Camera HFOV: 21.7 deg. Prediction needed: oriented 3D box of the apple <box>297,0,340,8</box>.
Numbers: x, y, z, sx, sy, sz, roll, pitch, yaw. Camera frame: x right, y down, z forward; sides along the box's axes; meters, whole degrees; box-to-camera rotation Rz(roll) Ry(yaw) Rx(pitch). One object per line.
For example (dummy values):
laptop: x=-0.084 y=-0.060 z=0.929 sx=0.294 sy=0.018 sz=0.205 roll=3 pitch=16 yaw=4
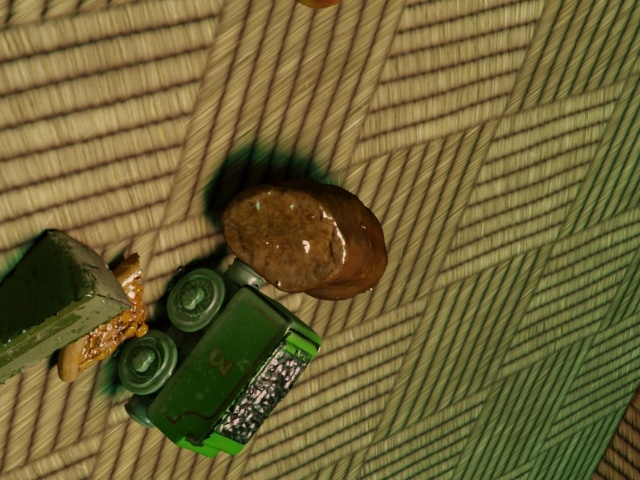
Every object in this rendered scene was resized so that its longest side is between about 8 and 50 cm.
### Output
apple: x=-0.001 y=-0.300 z=1.831 sx=0.089 sy=0.074 sz=0.090 roll=-33 pitch=145 yaw=-27

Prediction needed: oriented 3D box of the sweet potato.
sweet potato: x=0.000 y=0.000 z=2.123 sx=0.158 sy=0.158 sz=0.369 roll=-54 pitch=162 yaw=7

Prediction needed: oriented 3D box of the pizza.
pizza: x=-0.249 y=0.099 z=1.989 sx=0.178 sy=0.041 sz=0.131 roll=-51 pitch=153 yaw=2

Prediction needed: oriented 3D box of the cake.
cake: x=-0.339 y=0.088 z=1.859 sx=0.235 sy=0.099 sz=0.100 roll=-32 pitch=155 yaw=11

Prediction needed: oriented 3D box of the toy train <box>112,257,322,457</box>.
toy train: x=-0.130 y=0.150 z=2.066 sx=0.243 sy=0.188 sz=0.132 roll=-51 pitch=150 yaw=2
